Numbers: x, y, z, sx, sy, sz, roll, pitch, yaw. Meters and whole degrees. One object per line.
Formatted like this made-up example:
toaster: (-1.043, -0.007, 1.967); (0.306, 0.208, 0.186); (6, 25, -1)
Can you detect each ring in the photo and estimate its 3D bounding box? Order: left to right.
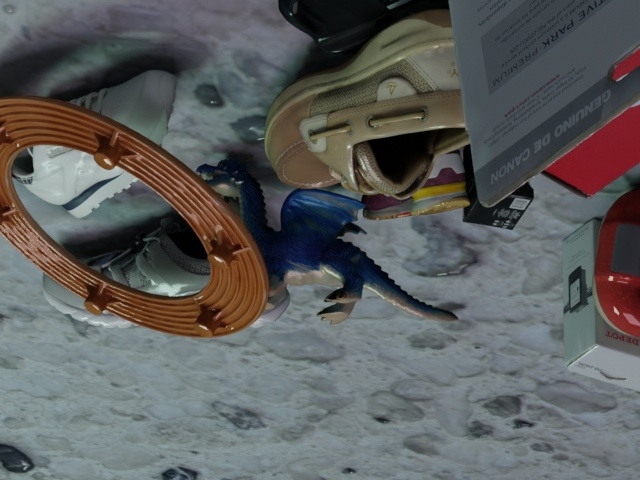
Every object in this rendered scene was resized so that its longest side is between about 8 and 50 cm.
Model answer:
ring: (-0.204, -0.008, 1.464); (0.337, 0.032, 0.336); (22, 148, 15)

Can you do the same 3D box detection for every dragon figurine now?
dragon figurine: (0.000, 0.000, 1.517); (0.289, 0.144, 0.085); (8, 160, 5)

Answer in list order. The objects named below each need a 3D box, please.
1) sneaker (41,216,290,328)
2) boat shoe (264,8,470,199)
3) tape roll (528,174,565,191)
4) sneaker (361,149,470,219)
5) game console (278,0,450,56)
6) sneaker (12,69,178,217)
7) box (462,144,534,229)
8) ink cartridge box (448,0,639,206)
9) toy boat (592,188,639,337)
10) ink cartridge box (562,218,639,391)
sneaker: (-0.171, 0.023, 1.664); (0.281, 0.105, 0.115); (-1, 116, 16)
boat shoe: (0.043, -0.092, 1.348); (0.122, 0.110, 0.341); (4, 164, -24)
tape roll: (0.257, -0.121, 1.261); (0.219, 0.072, 0.219); (-23, 165, -6)
sneaker: (0.090, -0.066, 1.490); (0.070, 0.083, 0.185); (-7, 180, -23)
game console: (0.118, -0.237, 1.209); (0.361, 0.044, 0.213); (-19, 141, 33)
sneaker: (-0.216, -0.097, 1.450); (0.095, 0.090, 0.235); (31, 140, -22)
box: (0.167, -0.063, 1.455); (0.052, 0.083, 0.062); (9, 149, -11)
ink cartridge box: (0.234, -0.175, 1.001); (0.130, 0.271, 0.309); (25, 136, -31)
toy boat: (0.390, 0.030, 1.502); (0.231, 0.151, 0.151); (13, 168, -17)
ink cartridge box: (0.311, 0.068, 1.595); (0.109, 0.150, 0.063); (17, 148, -21)
